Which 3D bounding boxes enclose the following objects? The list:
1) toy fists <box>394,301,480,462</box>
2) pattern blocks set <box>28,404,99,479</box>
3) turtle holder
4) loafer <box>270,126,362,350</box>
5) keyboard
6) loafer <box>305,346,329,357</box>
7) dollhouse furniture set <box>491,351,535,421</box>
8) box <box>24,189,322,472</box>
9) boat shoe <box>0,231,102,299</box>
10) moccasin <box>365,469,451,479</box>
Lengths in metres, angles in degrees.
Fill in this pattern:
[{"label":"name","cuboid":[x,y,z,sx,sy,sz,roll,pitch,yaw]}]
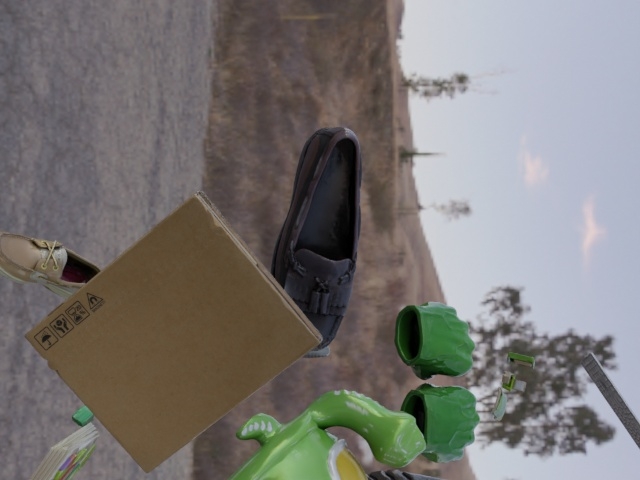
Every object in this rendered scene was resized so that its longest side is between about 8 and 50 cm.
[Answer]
[{"label":"toy fists","cuboid":[0.205,0.247,1.427,0.096,0.142,0.279,-26,-121,50]},{"label":"pattern blocks set","cuboid":[-0.393,0.353,1.162,0.324,0.026,0.285,-55,176,14]},{"label":"turtle holder","cuboid":[-0.023,0.353,1.082,0.227,0.320,0.243,43,-32,16]},{"label":"loafer","cuboid":[0.000,0.000,1.054,0.095,0.109,0.302,-165,-97,-78]},{"label":"keyboard","cuboid":[0.585,0.334,1.562,0.256,0.014,0.072,59,-6,21]},{"label":"loafer","cuboid":[-0.097,0.232,1.958,0.094,0.251,0.087,-27,-122,58]},{"label":"dollhouse furniture set","cuboid":[0.425,0.327,1.787,0.076,0.059,0.151,60,47,-59]},{"label":"box","cuboid":[-0.126,0.082,0.694,0.164,0.201,0.021,51,11,-6]},{"label":"boat shoe","cuboid":[-0.267,0.020,0.795,0.135,0.045,0.050,34,41,-59]},{"label":"moccasin","cuboid":[0.234,0.610,1.847,0.139,0.380,0.146,-110,-154,-68]}]
